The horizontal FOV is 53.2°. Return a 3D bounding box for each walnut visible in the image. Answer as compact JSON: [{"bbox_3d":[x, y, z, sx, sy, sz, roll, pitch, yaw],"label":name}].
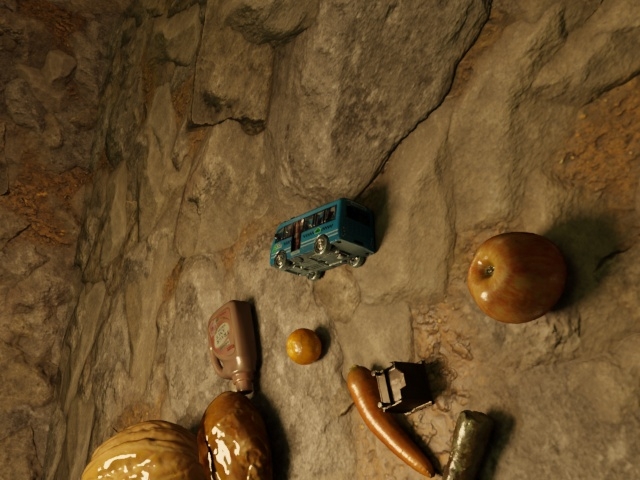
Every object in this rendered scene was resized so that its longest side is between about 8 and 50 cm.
[{"bbox_3d":[-0.439,0.607,1.605,0.332,0.332,0.333,-21,62,47],"label":"walnut"}]

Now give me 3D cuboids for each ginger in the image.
[{"bbox_3d":[-0.189,0.493,1.447,0.172,0.165,0.322,113,148,-56],"label":"ginger"}]

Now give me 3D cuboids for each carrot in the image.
[{"bbox_3d":[0.121,0.341,1.193,0.066,0.062,0.271,-25,49,-9],"label":"carrot"}]

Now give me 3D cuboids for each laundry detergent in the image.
[{"bbox_3d":[-0.229,0.290,1.642,0.171,0.076,0.237,-39,52,40],"label":"laundry detergent"}]

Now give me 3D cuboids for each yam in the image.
[{"bbox_3d":[0.221,0.402,1.037,0.061,0.061,0.253,21,96,53],"label":"yam"}]

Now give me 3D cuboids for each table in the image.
[{"bbox_3d":[0.144,0.265,1.160,0.070,0.082,0.083,-37,51,39],"label":"table"}]

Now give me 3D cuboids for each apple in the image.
[{"bbox_3d":[0.299,0.057,0.992,0.146,0.130,0.147,-24,60,53],"label":"apple"}]

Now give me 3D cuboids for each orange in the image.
[{"bbox_3d":[-0.035,0.234,1.413,0.083,0.070,0.084,-2,87,58],"label":"orange"}]

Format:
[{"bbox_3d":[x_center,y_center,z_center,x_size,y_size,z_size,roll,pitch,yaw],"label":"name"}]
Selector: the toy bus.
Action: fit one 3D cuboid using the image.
[{"bbox_3d":[0.000,0.000,1.409,0.246,0.113,0.134,-20,59,46],"label":"toy bus"}]
